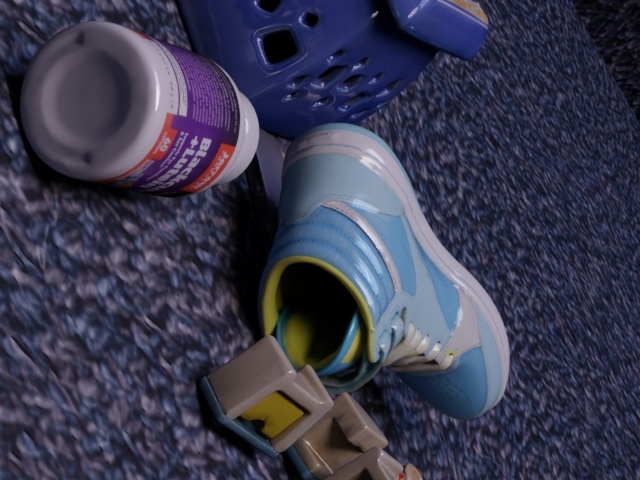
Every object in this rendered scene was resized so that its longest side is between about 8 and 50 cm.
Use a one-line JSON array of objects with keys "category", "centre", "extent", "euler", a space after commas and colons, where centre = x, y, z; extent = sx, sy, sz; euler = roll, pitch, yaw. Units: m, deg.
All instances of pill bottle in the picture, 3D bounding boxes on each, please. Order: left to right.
[{"category": "pill bottle", "centre": [-0.118, -0.086, 1.352], "extent": [0.193, 0.108, 0.108], "euler": [10, 59, -67]}]

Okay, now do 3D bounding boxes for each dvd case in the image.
[{"category": "dvd case", "centre": [0.000, 0.000, 1.708], "extent": [0.221, 0.018, 0.164], "euler": [31, 40, -60]}]

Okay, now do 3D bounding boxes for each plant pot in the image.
[{"category": "plant pot", "centre": [0.009, -0.238, 1.705], "extent": [0.236, 0.212, 0.236], "euler": [9, 61, -68]}]

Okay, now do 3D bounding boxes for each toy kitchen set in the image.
[{"category": "toy kitchen set", "centre": [-0.004, 0.201, 1.381], "extent": [0.166, 0.122, 0.207], "euler": [42, 11, -50]}]

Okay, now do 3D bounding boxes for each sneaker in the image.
[{"category": "sneaker", "centre": [0.046, 0.082, 1.576], "extent": [0.319, 0.127, 0.208], "euler": [54, 34, -30]}]

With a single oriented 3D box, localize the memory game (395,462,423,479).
[{"category": "memory game", "centre": [0.099, 0.280, 1.666], "extent": [0.186, 0.012, 0.186], "euler": [52, 24, -36]}]
